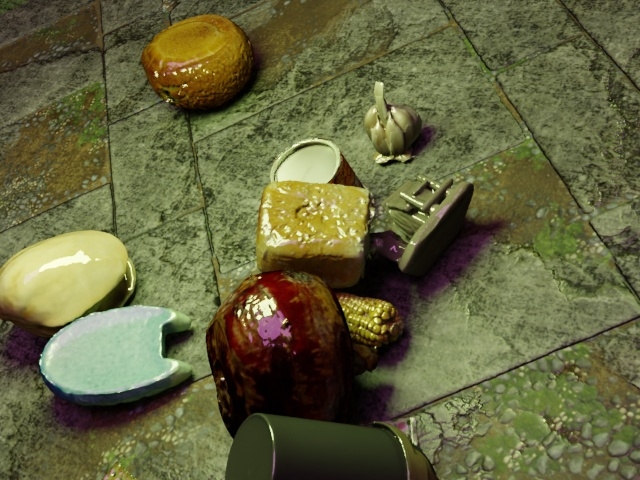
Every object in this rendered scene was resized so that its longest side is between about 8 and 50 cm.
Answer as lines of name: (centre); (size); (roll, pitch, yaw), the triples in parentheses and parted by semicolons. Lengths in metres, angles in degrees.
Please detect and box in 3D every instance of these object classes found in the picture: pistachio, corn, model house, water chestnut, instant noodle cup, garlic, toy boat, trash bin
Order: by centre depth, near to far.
trash bin: (0.035, 0.379, 1.253); (0.214, 0.333, 0.214); (-45, 37, 48)
water chestnut: (-0.041, 0.212, 1.449); (0.302, 0.350, 0.350); (-6, 43, -18)
corn: (0.026, 0.137, 1.600); (0.291, 0.101, 0.101); (17, 62, 36)
model house: (0.190, -0.039, 1.651); (0.229, 0.122, 0.188); (-50, 45, -11)
toy boat: (-0.427, 0.257, 1.731); (0.329, 0.123, 0.215); (-12, 56, 2)
instant noodle cup: (-0.006, -0.106, 1.763); (0.213, 0.174, 0.213); (-13, 49, 15)
garlic: (0.149, -0.278, 1.829); (0.131, 0.194, 0.127); (0, 43, 32)
pistachio: (-0.581, 0.101, 1.835); (0.321, 0.229, 0.238); (-17, 68, -7)

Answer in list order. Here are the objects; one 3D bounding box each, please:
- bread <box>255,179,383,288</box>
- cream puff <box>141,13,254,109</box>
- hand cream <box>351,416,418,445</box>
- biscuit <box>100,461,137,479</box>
bread: (0.000, 0.000, 1.592); (0.246, 0.176, 0.196); (4, 54, 4)
cream puff: (-0.320, -0.467, 2.196); (0.303, 0.212, 0.303); (-9, 45, 9)
hand cream: (0.090, 0.348, 1.443); (0.165, 0.037, 0.057); (-9, 50, 11)
biscuit: (-0.359, 0.526, 1.516); (0.231, 0.016, 0.139); (26, 68, 38)
